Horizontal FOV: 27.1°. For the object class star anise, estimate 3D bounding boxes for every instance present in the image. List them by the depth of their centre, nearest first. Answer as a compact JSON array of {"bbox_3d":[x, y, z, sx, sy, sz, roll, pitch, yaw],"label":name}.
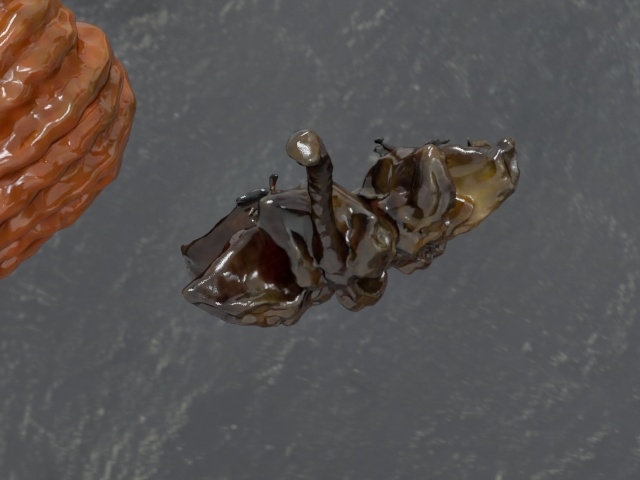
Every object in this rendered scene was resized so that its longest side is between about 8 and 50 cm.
[{"bbox_3d":[-0.002,-0.002,0.615,0.177,0.234,0.073,-31,72,32],"label":"star anise"}]

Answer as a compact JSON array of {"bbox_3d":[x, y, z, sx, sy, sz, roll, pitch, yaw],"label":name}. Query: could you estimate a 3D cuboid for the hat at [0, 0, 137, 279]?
[{"bbox_3d":[-0.295,-0.007,0.735,0.285,0.285,0.400,24,71,26],"label":"hat"}]
